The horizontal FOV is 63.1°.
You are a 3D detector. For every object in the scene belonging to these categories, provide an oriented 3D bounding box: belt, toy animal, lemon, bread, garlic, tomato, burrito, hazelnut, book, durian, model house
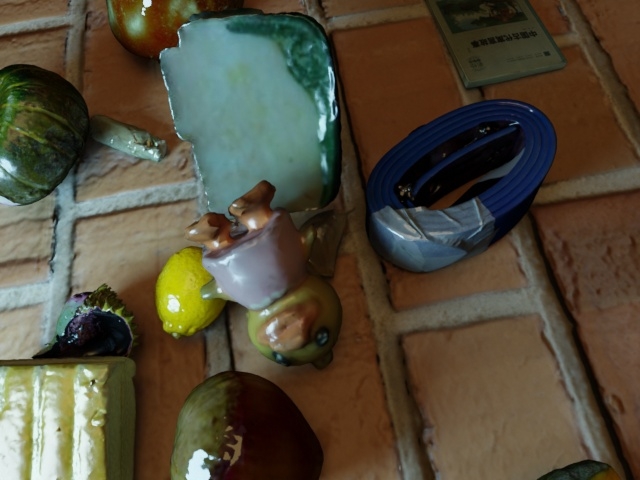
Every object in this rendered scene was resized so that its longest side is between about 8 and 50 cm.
[{"bbox_3d":[0.234,-0.094,0.872,0.347,0.117,0.212,-33,65,-14],"label":"belt"},{"bbox_3d":[-0.065,0.070,0.756,0.195,0.169,0.281,-30,92,9],"label":"toy animal"},{"bbox_3d":[-0.201,0.078,0.818,0.114,0.114,0.155,16,69,12],"label":"lemon"},{"bbox_3d":[-0.375,0.285,0.708,0.240,0.111,0.245,-3,78,5],"label":"bread"},{"bbox_3d":[-0.004,0.001,0.875,0.084,0.066,0.152,22,68,-16],"label":"garlic"},{"bbox_3d":[-0.310,-0.520,1.051,0.304,0.239,0.303,0,61,0],"label":"tomato"},{"bbox_3d":[-0.378,-0.200,1.005,0.188,0.045,0.058,21,60,16],"label":"burrito"},{"bbox_3d":[-0.090,0.276,0.683,0.208,0.208,0.208,-2,64,3],"label":"hazelnut"},{"bbox_3d":[0.356,-0.443,1.087,0.215,0.025,0.282,-14,62,-4],"label":"book"},{"bbox_3d":[-0.337,0.126,0.808,0.187,0.119,0.108,-42,29,27],"label":"durian"},{"bbox_3d":[-0.100,-0.227,0.866,0.244,0.298,0.284,-7,27,-2],"label":"model house"}]

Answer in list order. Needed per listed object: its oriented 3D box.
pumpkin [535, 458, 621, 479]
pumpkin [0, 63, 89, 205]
[{"bbox_3d":[0.346,0.381,0.633,0.131,0.126,0.248,-32,85,-20],"label":"pumpkin"},{"bbox_3d":[-0.524,-0.183,0.940,0.260,0.189,0.260,-10,68,24],"label":"pumpkin"}]
